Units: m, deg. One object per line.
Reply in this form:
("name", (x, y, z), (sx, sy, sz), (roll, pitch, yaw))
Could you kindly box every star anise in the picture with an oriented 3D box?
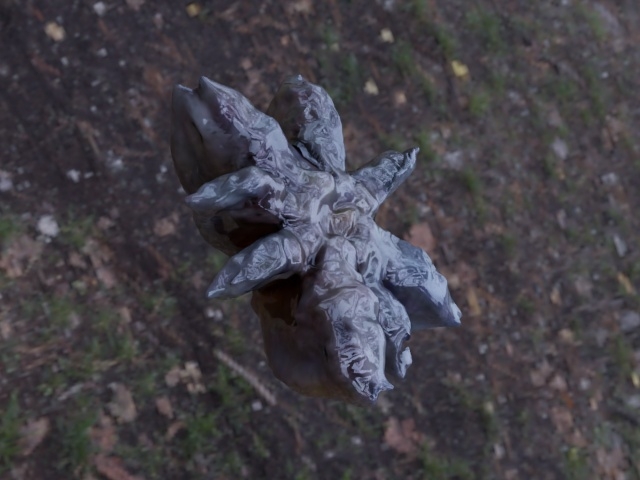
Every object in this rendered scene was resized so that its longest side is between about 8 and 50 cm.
("star anise", (0.000, 0.000, 0.731), (0.229, 0.093, 0.236), (27, 42, -29))
